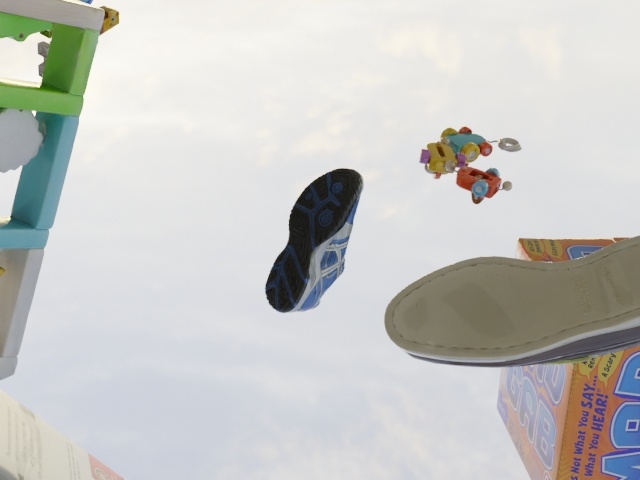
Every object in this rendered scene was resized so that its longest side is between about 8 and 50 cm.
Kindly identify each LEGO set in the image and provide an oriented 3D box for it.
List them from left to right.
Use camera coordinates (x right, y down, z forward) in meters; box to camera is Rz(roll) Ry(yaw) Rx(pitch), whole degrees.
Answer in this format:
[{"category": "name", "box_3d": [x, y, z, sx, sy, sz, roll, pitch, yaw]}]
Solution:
[{"category": "LEGO set", "box_3d": [-0.330, -0.322, 1.611, 0.087, 0.227, 0.093, 29, -134, 18]}]

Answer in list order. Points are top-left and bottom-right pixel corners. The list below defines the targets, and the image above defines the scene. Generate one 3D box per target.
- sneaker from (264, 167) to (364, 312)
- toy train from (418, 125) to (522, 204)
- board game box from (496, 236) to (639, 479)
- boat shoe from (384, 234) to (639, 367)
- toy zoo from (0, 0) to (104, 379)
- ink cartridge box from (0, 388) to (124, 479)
[{"category": "sneaker", "box_3d": [0.000, 0.000, 1.553, 0.080, 0.211, 0.081, 34, -170, 34]}, {"category": "toy train", "box_3d": [0.189, -0.090, 1.466, 0.125, 0.046, 0.166, 19, -151, 14]}, {"category": "board game box", "box_3d": [0.534, 0.224, 1.998, 0.356, 0.356, 0.356, 0, -157, -7]}, {"category": "boat shoe", "box_3d": [0.229, 0.072, 1.164, 0.324, 0.097, 0.116, -13, -122, 7]}, {"category": "toy zoo", "box_3d": [-0.234, -0.008, 0.675, 0.030, 0.293, 0.192, 23, -168, 30]}, {"category": "ink cartridge box", "box_3d": [-0.346, 0.275, 1.293, 0.114, 0.273, 0.197, -45, -157, 4]}]
